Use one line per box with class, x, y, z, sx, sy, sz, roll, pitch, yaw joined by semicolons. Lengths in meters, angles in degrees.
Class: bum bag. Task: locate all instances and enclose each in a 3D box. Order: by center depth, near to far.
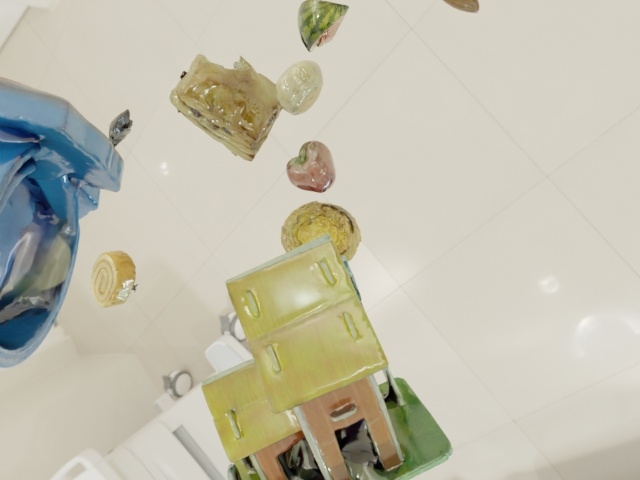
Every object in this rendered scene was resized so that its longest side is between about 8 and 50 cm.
bum bag;-0.396;-0.220;0.930;0.034;0.058;0.124;40;157;-18

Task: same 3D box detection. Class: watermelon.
watermelon;-0.008;-0.401;0.906;0.087;0.163;0.068;14;91;-9

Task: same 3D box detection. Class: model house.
model house;-0.042;0.162;0.696;0.300;0.340;0.323;-22;107;-5

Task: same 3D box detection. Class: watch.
watch;-0.363;-0.006;0.518;0.242;0.305;0.274;8;72;-8

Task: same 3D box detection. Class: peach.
peach;-0.021;-0.210;1.402;0.152;0.152;0.152;9;109;26

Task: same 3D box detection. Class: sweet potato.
sweet potato;0.323;-0.656;1.258;0.214;0.050;0.050;23;115;11

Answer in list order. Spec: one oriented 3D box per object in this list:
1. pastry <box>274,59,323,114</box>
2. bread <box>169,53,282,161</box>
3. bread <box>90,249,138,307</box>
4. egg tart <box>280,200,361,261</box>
pastry;-0.054;-0.419;1.299;0.092;0.156;0.156;46;121;3
bread;-0.285;-0.480;1.609;0.192;0.314;0.370;-5;143;45
bread;-0.544;0.097;1.244;0.122;0.073;0.149;44;116;22
egg tart;0.000;0.000;1.611;0.291;0.291;0.107;38;151;13
